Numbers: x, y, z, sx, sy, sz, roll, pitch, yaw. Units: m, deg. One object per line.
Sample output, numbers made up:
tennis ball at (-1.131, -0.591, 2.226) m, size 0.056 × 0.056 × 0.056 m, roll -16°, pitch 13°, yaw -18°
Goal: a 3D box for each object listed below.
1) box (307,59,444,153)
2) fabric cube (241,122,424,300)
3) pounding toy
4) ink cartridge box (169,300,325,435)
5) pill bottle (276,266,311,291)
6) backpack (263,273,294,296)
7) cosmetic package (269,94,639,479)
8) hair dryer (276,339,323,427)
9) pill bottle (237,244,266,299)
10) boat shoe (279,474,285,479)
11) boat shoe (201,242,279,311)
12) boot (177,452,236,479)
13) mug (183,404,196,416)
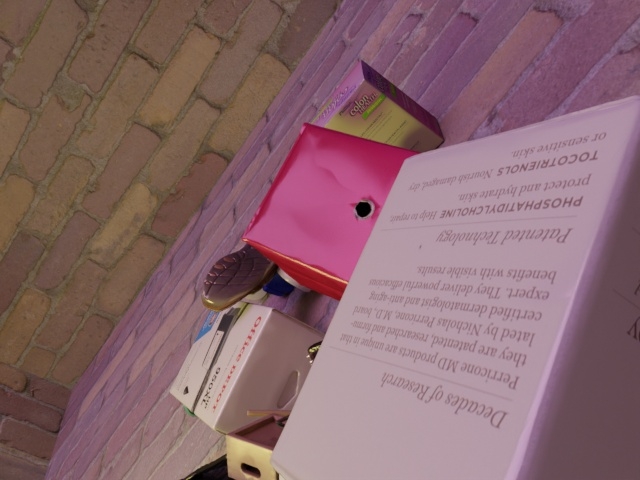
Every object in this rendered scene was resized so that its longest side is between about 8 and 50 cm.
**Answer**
box at (0.121, -0.252, 1.384) m, size 0.213 × 0.242 × 0.117 m, roll -46°, pitch 26°, yaw 29°
fabric cube at (0.066, -0.025, 1.076) m, size 0.258 × 0.259 × 0.254 m, roll 22°, pitch 78°, yaw 32°
pounding toy at (-0.080, 0.390, 1.136) m, size 0.181 × 0.206 × 0.094 m, roll 1°, pitch 96°, yaw 40°
ink cartridge box at (-0.186, 0.303, 1.420) m, size 0.395 × 0.166 × 0.286 m, roll -4°, pitch 58°, yaw 62°
pill bottle at (0.000, 0.000, 1.455) m, size 0.246 × 0.136 × 0.136 m, roll -56°, pitch 23°, yaw 7°
backpack at (-0.122, 0.088, 1.647) m, size 0.101 × 0.097 × 0.120 m, roll -53°, pitch 24°, yaw 22°
cosmetic package at (0.219, 0.139, 0.594) m, size 0.327 × 0.329 × 0.394 m, roll -3°, pitch 59°, yaw 62°
hair dryer at (0.080, 0.239, 1.007) m, size 0.293 × 0.080 × 0.224 m, roll -21°, pitch 26°, yaw 29°
pill bottle at (-0.204, 0.096, 1.790) m, size 0.108 × 0.108 × 0.180 m, roll -51°, pitch 24°, yaw 18°
boat shoe at (-0.008, 0.439, 0.971) m, size 0.103 × 0.118 × 0.321 m, roll -18°, pitch 49°, yaw 49°
boat shoe at (-0.173, 0.084, 1.460) m, size 0.324 × 0.123 × 0.117 m, roll -43°, pitch -31°, yaw -47°
boot at (-0.270, 0.543, 1.160) m, size 0.348 × 0.131 × 0.260 m, roll -49°, pitch -15°, yaw 30°
mug at (-0.345, 0.410, 1.701) m, size 0.129 × 0.097 × 0.158 m, roll -41°, pitch 28°, yaw 35°
